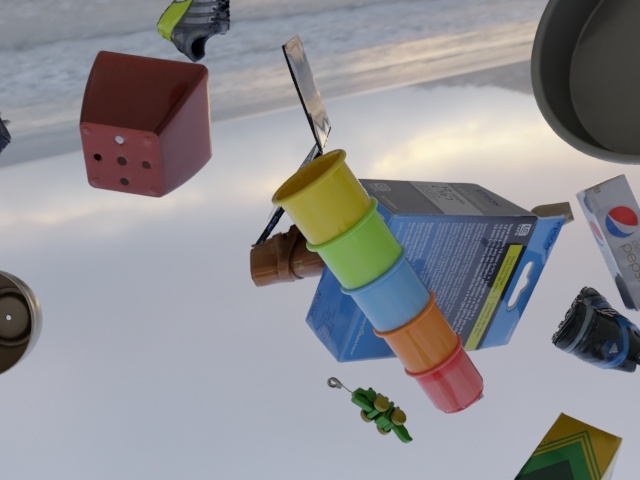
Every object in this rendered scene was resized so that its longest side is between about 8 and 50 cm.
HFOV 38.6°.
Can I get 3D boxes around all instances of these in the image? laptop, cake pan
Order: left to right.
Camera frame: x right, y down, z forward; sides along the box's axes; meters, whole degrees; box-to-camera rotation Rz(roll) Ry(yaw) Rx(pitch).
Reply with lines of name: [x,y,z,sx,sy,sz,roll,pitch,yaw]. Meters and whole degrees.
laptop: [-0.062,-0.159,1.400,0.264,0.137,0.234,-55,-174,16]
cake pan: [0.346,-0.199,0.880,0.293,0.293,0.054,-4,157,41]

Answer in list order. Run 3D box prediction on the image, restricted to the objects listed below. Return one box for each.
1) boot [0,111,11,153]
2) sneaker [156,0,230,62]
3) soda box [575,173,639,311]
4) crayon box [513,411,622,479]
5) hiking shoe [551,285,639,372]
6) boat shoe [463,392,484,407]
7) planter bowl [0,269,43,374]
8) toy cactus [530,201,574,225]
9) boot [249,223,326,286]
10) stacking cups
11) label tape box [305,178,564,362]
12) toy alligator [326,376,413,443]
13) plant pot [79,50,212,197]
boot: [-0.346,-0.124,0.904,0.069,0.086,0.190,-47,-154,34]
sneaker: [-0.224,-0.500,1.917,0.111,0.121,0.300,-31,169,-49]
soda box: [0.499,0.004,1.496,0.074,0.216,0.069,-23,176,2]
crayon box: [0.292,0.472,1.269,0.106,0.362,0.313,19,-153,26]
hiking shoe: [0.458,0.158,1.494,0.132,0.113,0.304,31,-166,14]
boat shoe: [0.258,0.267,1.683,0.066,0.066,0.183,-26,175,9]
planter bowl: [-0.487,0.119,1.372,0.162,0.162,0.109,-11,179,6]
toy cactus: [0.336,-0.033,1.554,0.181,0.112,0.219,-17,166,17]
boot: [0.000,0.000,1.514,0.220,0.109,0.283,-19,-163,9]
stacking cups: [0.078,0.052,0.987,0.096,0.316,0.096,-35,-165,11]
label tape box: [0.176,0.044,1.376,0.348,0.249,0.115,-1,-148,-36]
toy alligator: [0.095,0.289,1.632,0.056,0.190,0.051,-46,-173,40]
plant pot: [-0.414,-0.245,2.089,0.267,0.267,0.235,9,-138,7]
